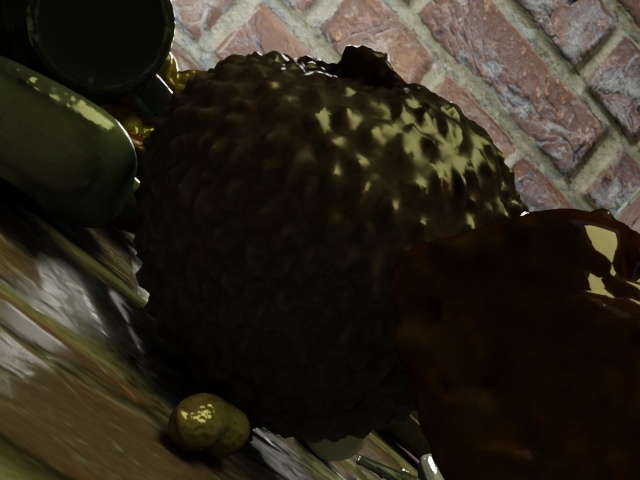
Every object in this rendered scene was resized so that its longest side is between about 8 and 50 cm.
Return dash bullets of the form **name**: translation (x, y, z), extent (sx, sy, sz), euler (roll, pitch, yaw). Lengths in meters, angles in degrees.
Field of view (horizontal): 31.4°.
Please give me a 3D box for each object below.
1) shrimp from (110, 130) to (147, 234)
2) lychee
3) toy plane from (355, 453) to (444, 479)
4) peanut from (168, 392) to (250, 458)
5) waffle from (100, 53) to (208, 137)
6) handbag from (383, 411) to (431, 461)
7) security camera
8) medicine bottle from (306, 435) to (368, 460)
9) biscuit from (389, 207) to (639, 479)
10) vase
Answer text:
- **shrimp**: translation (-0.192, -0.067, 1.091), extent (0.152, 0.063, 0.287), euler (-7, -28, 36)
- **lychee**: translation (0.002, -0.003, 0.828), extent (0.300, 0.300, 0.300), euler (42, 1, -1)
- **toy plane**: translation (0.114, 0.248, 1.039), extent (0.226, 0.058, 0.226), euler (38, -2, -12)
- **peanut**: translation (-0.065, 0.107, 0.660), extent (0.037, 0.037, 0.083), euler (42, 5, 25)
- **waffle**: translation (-0.216, -0.138, 1.310), extent (0.261, 0.151, 0.324), euler (23, -6, 2)
- **handbag**: translation (0.110, 0.198, 1.485), extent (0.270, 0.117, 0.182), euler (42, 14, 6)
- **security camera**: translation (-0.213, -0.056, 0.897), extent (0.157, 0.080, 0.301), euler (27, -10, -1)
- **medicine bottle**: translation (0.006, 0.151, 0.989), extent (0.057, 0.057, 0.089), euler (42, 1, -15)
- **biscuit**: translation (0.208, 0.189, 0.620), extent (0.342, 0.166, 0.395), euler (44, 23, -46)
- **vase**: translation (-0.183, -0.168, 0.925), extent (0.251, 0.156, 0.301), euler (48, -5, -18)
